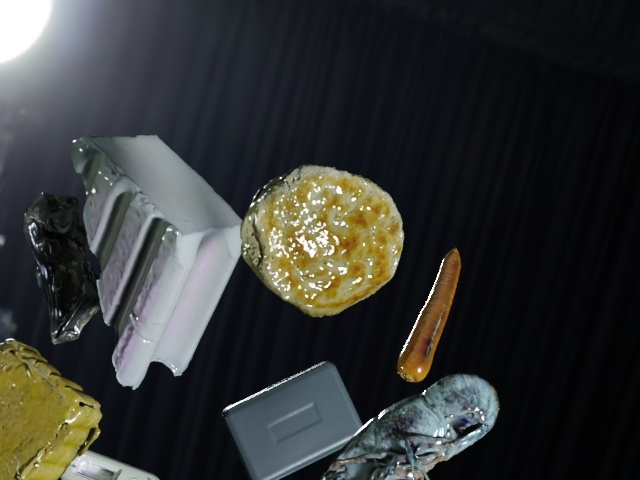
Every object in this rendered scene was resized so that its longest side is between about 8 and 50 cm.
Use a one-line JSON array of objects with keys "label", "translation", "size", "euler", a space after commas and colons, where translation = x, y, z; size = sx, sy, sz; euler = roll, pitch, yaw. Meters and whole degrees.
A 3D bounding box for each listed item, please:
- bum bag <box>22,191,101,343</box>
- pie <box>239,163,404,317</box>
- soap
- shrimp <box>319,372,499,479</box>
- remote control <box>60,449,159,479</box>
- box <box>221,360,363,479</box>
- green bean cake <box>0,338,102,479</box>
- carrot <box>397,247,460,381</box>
[{"label": "bum bag", "translation": [-0.404, 0.039, 1.862], "size": [0.069, 0.248, 0.102], "euler": [6, -154, 26]}, {"label": "pie", "translation": [0.000, 0.000, 1.288], "size": [0.193, 0.163, 0.079], "euler": [22, 168, -29]}, {"label": "soap", "translation": [-0.268, 0.023, 1.722], "size": [0.258, 0.302, 0.159], "euler": [43, -145, 23]}, {"label": "shrimp", "translation": [0.121, 0.342, 1.837], "size": [0.137, 0.372, 0.172], "euler": [47, -176, -12]}, {"label": "remote control", "translation": [-0.415, 0.468, 2.320], "size": [0.221, 0.078, 0.042], "euler": [17, 146, 14]}, {"label": "box", "translation": [-0.050, 0.337, 2.170], "size": [0.230, 0.160, 0.050], "euler": [-25, 177, -8]}, {"label": "green bean cake", "translation": [-0.519, 0.317, 2.049], "size": [0.224, 0.230, 0.131], "euler": [37, 179, 20]}, {"label": "carrot", "translation": [0.135, 0.083, 1.374], "size": [0.037, 0.190, 0.037], "euler": [19, 147, 13]}]
